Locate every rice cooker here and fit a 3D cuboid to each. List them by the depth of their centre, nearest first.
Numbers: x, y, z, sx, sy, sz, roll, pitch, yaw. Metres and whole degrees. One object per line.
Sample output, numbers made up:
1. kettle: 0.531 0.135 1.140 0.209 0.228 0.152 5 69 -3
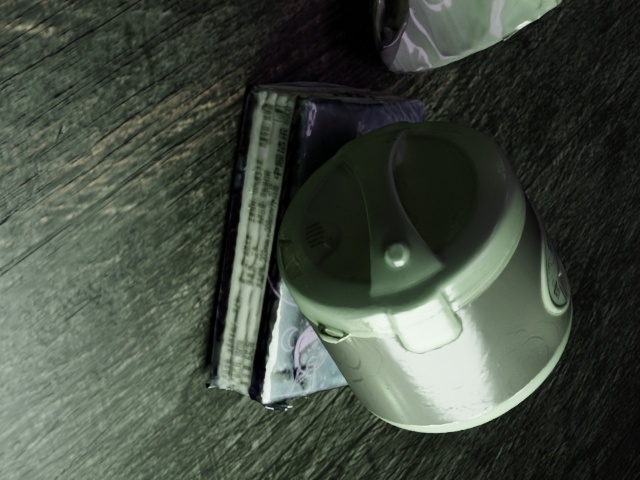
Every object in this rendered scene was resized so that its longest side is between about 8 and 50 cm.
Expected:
1. rice cooker: 0.112 0.032 1.943 0.288 0.288 0.277 -55 135 -26

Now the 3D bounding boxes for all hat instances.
1. hat: 0.139 -0.356 2.155 0.258 0.168 0.301 -21 101 -11

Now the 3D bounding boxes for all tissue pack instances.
1. tissue pack: 0.000 0.000 2.116 0.259 0.122 0.361 -7 108 -56
